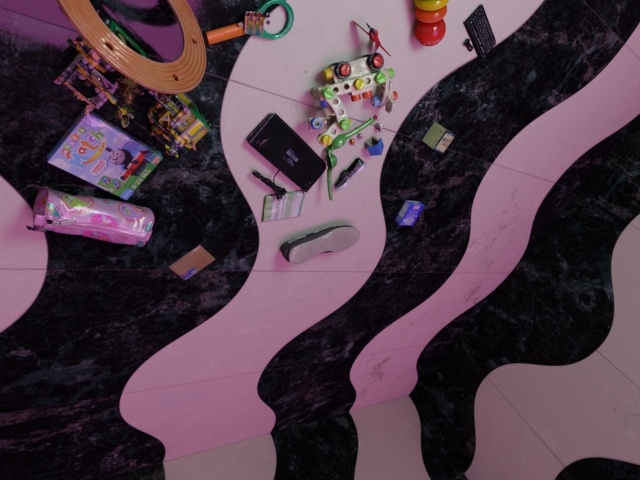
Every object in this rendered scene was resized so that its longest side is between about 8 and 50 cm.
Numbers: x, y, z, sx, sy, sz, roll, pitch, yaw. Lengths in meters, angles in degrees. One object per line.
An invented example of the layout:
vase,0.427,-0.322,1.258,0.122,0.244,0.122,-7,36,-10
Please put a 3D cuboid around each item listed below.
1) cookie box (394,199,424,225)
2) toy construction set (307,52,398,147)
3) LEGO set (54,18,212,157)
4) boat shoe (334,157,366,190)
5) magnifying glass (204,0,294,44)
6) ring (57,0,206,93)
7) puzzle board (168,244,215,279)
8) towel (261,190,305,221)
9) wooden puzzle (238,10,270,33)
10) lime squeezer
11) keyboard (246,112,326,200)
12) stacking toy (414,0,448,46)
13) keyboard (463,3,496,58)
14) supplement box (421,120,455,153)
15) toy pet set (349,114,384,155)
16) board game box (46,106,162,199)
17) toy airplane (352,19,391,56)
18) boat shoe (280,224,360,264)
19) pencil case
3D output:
cookie box,0.386,-0.119,1.866,0.091,0.040,0.107,1,128,-37
toy construction set,0.108,-0.425,1.270,0.327,0.151,0.215,-26,116,-25
LEGO set,-0.418,-0.297,0.930,0.192,0.255,0.331,-42,137,6
boat shoe,0.099,-0.239,1.535,0.142,0.049,0.040,-43,122,5
magnifying glass,-0.172,-0.530,1.061,0.231,0.026,0.092,-26,139,-17
ring,-0.353,-0.435,0.812,0.032,0.337,0.336,-20,150,29
puzzle board,-0.438,0.075,1.465,0.128,0.011,0.096,-35,142,-2
towel,-0.127,-0.116,1.498,0.152,0.023,0.113,-11,134,-28
wooden puzzle,-0.161,-0.529,1.044,0.083,0.006,0.049,-13,134,-28
lime squeezer,0.061,-0.286,1.439,0.110,0.059,0.310,8,116,-46
keyboard,-0.122,-0.244,1.371,0.201,0.033,0.317,-49,139,4
stacking toy,0.310,-0.692,1.181,0.141,0.141,0.330,-31,144,-8
keyboard,0.528,-0.681,1.434,0.108,0.023,0.180,-46,139,11
supplement box,0.440,-0.386,1.609,0.056,0.083,0.083,9,123,-41
toy pet set,0.171,-0.342,1.466,0.122,0.065,0.114,-35,141,-2
board game box,-0.538,-0.211,1.085,0.160,0.039,0.211,-45,140,10
toy airplane,0.154,-0.559,1.199,0.028,0.151,0.151,-44,141,12
boat shoe,0.000,0.000,1.672,0.335,0.095,0.112,-18,124,-28
pencil case,-0.594,-0.056,1.133,0.284,0.124,0.124,12,120,-44
